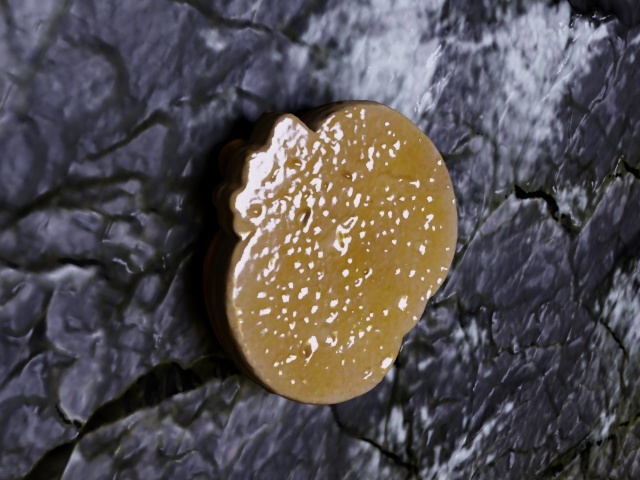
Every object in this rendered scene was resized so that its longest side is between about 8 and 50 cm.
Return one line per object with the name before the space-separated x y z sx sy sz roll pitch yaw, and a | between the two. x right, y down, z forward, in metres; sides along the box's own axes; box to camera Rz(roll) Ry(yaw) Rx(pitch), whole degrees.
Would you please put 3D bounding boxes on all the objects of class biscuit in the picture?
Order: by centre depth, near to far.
biscuit | -0.002 0.000 0.605 0.170 0.050 0.170 -9 104 -36
